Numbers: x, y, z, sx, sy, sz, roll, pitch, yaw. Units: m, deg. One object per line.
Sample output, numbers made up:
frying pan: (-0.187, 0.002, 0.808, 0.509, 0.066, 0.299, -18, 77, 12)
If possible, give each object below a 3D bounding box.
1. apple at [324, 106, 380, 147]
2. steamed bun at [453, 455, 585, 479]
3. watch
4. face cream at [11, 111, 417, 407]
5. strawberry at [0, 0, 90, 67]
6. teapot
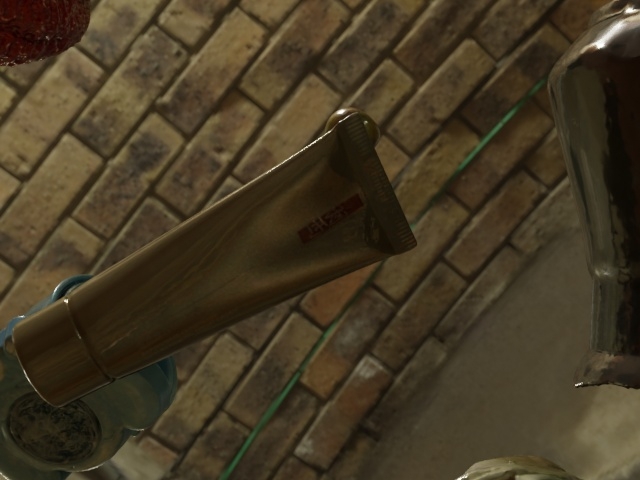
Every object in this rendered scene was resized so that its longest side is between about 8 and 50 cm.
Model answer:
apple: (0.052, -0.172, 1.554, 0.089, 0.089, 0.074, 12, 82, 68)
steamed bun: (0.256, 0.385, 1.177, 0.280, 0.268, 0.207, -18, -30, -43)
watch: (-0.244, 0.125, 0.980, 0.211, 0.211, 0.193, -42, 16, 24)
face cream: (-0.091, 0.027, 0.824, 0.341, 0.137, 0.084, -28, 23, -3)
strawberry: (-0.460, -0.365, 1.405, 0.250, 0.288, 0.238, -43, 54, 19)
teapot: (0.346, -0.021, 0.810, 0.376, 0.305, 0.362, 24, -112, -81)
